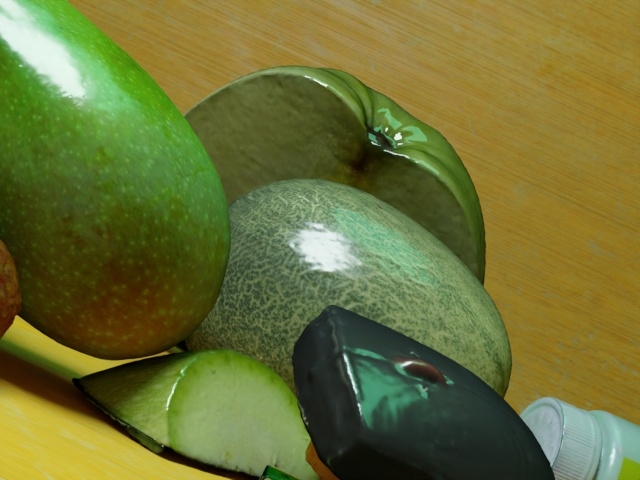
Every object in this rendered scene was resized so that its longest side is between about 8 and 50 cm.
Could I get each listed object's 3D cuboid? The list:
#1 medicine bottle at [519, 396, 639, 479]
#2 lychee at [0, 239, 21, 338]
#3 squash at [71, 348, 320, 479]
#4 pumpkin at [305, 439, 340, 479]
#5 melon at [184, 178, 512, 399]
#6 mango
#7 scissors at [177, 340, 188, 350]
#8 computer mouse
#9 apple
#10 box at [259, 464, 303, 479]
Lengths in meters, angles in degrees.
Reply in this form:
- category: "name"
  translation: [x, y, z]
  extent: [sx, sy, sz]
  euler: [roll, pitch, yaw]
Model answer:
- category: "medicine bottle"
  translation: [0.323, 0.268, 2.073]
  extent: [0.225, 0.139, 0.139]
  euler: [25, 1, -21]
- category: "lychee"
  translation: [-0.268, 0.029, 1.297]
  extent: [0.114, 0.101, 0.140]
  euler: [61, 17, 16]
- category: "squash"
  translation: [-0.096, 0.117, 1.470]
  extent: [0.192, 0.085, 0.184]
  euler: [26, 1, -45]
- category: "pumpkin"
  translation: [0.032, 0.179, 1.452]
  extent: [0.083, 0.054, 0.074]
  euler: [53, 13, 10]
- category: "melon"
  translation: [0.023, 0.080, 1.747]
  extent: [0.329, 0.248, 0.248]
  euler: [27, 1, 10]
- category: "mango"
  translation: [-0.212, -0.076, 1.417]
  extent: [0.382, 0.201, 0.225]
  euler: [57, -6, -10]
- category: "scissors"
  translation: [-0.180, 0.100, 2.136]
  extent: [0.300, 0.022, 0.109]
  euler: [24, -3, 22]
- category: "computer mouse"
  translation: [0.098, 0.155, 1.398]
  extent: [0.269, 0.100, 0.170]
  euler: [40, 15, -30]
- category: "apple"
  translation: [0.000, 0.000, 1.916]
  extent: [0.320, 0.360, 0.312]
  euler: [7, 42, -34]
- category: "box"
  translation: [0.013, 0.199, 1.210]
  extent: [0.132, 0.034, 0.235]
  euler: [25, 1, 1]
